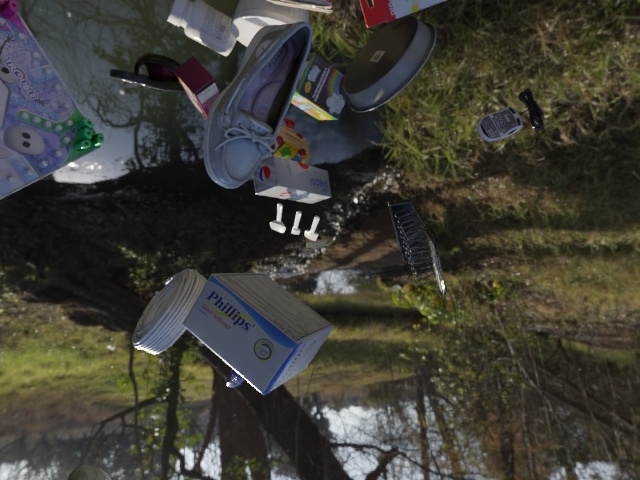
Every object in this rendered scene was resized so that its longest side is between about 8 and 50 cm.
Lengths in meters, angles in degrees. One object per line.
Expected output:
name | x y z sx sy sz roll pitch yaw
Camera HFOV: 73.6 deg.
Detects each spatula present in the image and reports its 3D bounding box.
spatula | -0.083 -0.054 1.401 0.168 0.019 0.242 19 163 -1

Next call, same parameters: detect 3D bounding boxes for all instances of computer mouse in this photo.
computer mouse | 0.459 -0.295 1.056 0.192 0.106 0.042 -24 175 -12

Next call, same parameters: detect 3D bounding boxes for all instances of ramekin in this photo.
ramekin | -0.160 -0.741 1.444 0.272 0.127 0.273 10 179 0

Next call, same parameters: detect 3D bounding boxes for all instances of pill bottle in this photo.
pill bottle | -0.415 -0.772 1.522 0.229 0.131 0.131 19 154 -31

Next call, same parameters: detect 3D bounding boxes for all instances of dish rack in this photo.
dish rack | 0.266 0.020 1.166 0.074 0.272 0.208 -19 122 5

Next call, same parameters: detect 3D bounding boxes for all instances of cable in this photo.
cable | -0.416 0.195 1.190 0.089 0.257 0.257 41 136 -21

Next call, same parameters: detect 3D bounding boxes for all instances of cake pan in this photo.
cake pan | 0.171 -0.479 1.147 0.054 0.293 0.293 34 144 -31

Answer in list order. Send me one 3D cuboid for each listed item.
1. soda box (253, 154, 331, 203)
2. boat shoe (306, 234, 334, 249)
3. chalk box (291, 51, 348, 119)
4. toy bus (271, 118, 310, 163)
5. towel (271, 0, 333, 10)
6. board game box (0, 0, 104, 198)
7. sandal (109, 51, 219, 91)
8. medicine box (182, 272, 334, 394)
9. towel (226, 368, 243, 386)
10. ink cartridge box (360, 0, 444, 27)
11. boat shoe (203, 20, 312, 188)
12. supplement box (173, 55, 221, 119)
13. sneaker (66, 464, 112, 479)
soda box | -0.083 -0.186 1.346 0.091 0.098 0.286 -14 170 34
boat shoe | 0.000 0.000 1.605 0.050 0.045 0.135 2 -166 41
chalk box | -0.043 -0.650 1.780 0.288 0.180 0.179 25 180 -33
toy bus | -0.134 -0.330 1.484 0.104 0.202 0.191 -39 179 32
towel | -0.053 -0.663 1.170 0.187 0.049 0.282 8 -154 -5
board game box | -0.692 -0.291 0.854 0.050 0.390 0.390 -6 -149 35
sandal | -0.521 -0.571 1.453 0.167 0.107 0.445 19 -158 20
medicine box | -0.143 0.213 1.080 0.263 0.149 0.289 35 -172 17
towel | -0.200 0.339 1.398 0.076 0.228 0.308 29 137 -5
ink cartridge box | 0.203 -0.612 1.010 0.230 0.078 0.134 -14 121 14
boat shoe | -0.109 -0.244 0.765 0.118 0.321 0.103 30 170 -39
supplement box | -0.368 -0.465 1.338 0.080 0.104 0.188 -41 171 -7
sneaker | -0.496 0.524 0.866 0.099 0.121 0.262 -43 -154 -21
